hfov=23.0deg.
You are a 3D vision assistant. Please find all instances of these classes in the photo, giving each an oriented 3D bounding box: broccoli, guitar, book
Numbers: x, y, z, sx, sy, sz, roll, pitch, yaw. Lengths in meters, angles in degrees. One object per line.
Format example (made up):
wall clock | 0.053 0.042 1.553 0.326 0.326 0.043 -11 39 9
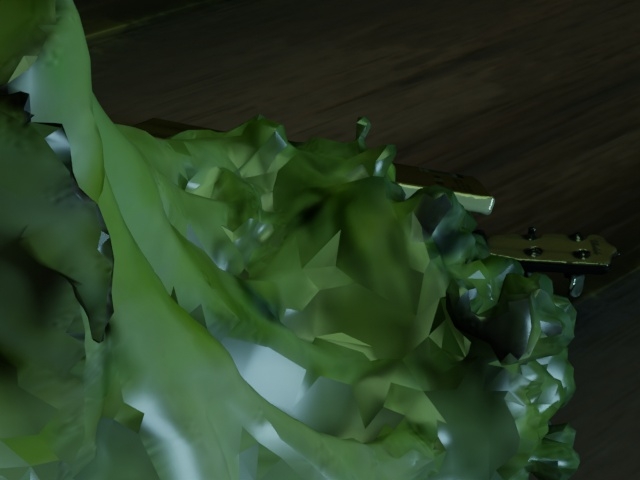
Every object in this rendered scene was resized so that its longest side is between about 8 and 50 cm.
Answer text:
broccoli | -0.100 0.064 0.446 0.324 0.272 0.334 -23 34 22
guitar | 0.001 0.002 0.718 0.271 0.038 0.084 7 34 -3
book | -0.006 -0.037 0.756 0.172 0.012 0.118 10 7 1
